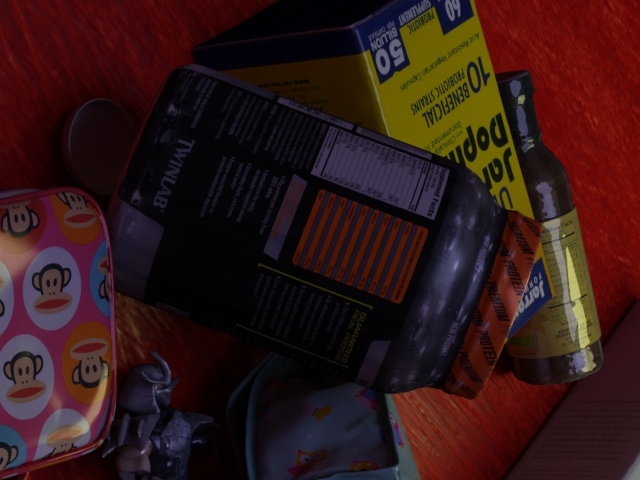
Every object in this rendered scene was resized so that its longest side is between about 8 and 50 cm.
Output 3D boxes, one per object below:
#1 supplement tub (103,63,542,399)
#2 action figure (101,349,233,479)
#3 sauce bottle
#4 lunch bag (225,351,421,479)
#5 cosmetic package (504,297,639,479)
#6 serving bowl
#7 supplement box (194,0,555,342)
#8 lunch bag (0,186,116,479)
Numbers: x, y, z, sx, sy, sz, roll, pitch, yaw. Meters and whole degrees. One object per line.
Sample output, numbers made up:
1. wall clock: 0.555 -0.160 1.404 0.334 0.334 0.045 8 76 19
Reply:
1. supplement tub: 0.000 0.000 1.573 0.207 0.338 0.207 22 90 -90
2. action figure: -0.127 0.227 1.604 0.185 0.099 0.285 -44 132 -65
3. sauce bottle: 0.231 -0.015 2.072 0.111 0.111 0.344 -25 106 -49
4. lunch bag: 0.011 0.226 1.701 0.262 0.160 0.223 -104 180 -60
5. cosmetic package: 0.384 0.276 2.198 0.453 0.161 0.230 -44 121 -43
6. serving bowl: -0.194 -0.079 1.606 0.083 0.027 0.083 6 82 -51
7. supplement box: 0.058 -0.061 1.787 0.194 0.195 0.356 -38 117 -46
8. lunch bag: -0.280 0.093 1.413 0.293 0.120 0.258 -7 93 -52
